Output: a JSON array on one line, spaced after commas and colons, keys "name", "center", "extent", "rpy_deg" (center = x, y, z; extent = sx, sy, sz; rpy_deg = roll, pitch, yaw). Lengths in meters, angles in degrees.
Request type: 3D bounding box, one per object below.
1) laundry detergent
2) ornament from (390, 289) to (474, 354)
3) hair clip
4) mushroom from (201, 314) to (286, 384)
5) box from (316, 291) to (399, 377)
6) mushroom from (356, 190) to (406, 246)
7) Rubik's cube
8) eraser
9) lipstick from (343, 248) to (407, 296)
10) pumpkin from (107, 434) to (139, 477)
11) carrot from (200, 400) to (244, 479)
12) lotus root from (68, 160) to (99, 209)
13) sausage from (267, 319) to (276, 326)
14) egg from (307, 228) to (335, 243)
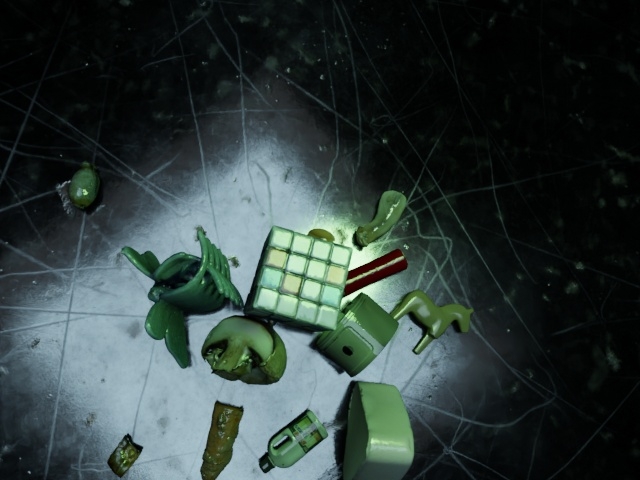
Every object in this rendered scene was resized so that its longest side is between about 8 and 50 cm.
[{"name": "laundry detergent", "center": [-0.091, 0.630, 1.765], "extent": [0.225, 0.070, 0.099], "rpy_deg": [-35, 93, -12]}, {"name": "ornament", "center": [0.371, 0.260, 1.904], "extent": [0.230, 0.061, 0.245], "rpy_deg": [45, 80, 1]}, {"name": "hair clip", "center": [-0.384, 0.131, 1.657], "extent": [0.238, 0.318, 0.392], "rpy_deg": [-21, 71, -1]}, {"name": "mushroom", "center": [-0.214, 0.345, 1.761], "extent": [0.267, 0.164, 0.190], "rpy_deg": [-9, 50, 24]}, {"name": "box", "center": [0.113, 0.289, 1.779], "extent": [0.149, 0.226, 0.226], "rpy_deg": [41, 77, 2]}, {"name": "mushroom", "center": [0.204, -0.068, 1.939], "extent": [0.092, 0.081, 0.223], "rpy_deg": [42, 78, -17]}, {"name": "Rubik's cube", "center": [-0.072, 0.126, 1.740], "extent": [0.259, 0.256, 0.253], "rpy_deg": [15, 77, -9]}, {"name": "eraser", "center": [0.163, 0.626, 1.730], "extent": [0.150, 0.331, 0.331], "rpy_deg": [10, 78, -7]}, {"name": "lipstick", "center": [0.169, 0.105, 1.899], "extent": [0.241, 0.080, 0.080], "rpy_deg": [-23, 83, -11]}, {"name": "pumpkin", "center": [-0.586, 0.643, 1.716], "extent": [0.073, 0.035, 0.101], "rpy_deg": [35, 80, 12]}, {"name": "carrot", "center": [-0.310, 0.623, 1.735], "extent": [0.102, 0.102, 0.263], "rpy_deg": [17, 83, -4]}, {"name": "lotus root", "center": [-0.751, -0.179, 1.833], "extent": [0.088, 0.088, 0.165], "rpy_deg": [9, 68, -6]}, {"name": "sausage", "center": [-0.140, 0.154, 1.870], "extent": [0.032, 0.033, 0.269], "rpy_deg": [9, 78, -6]}, {"name": "egg", "center": [0.000, 0.000, 1.896], "extent": [0.096, 0.080, 0.080], "rpy_deg": [26, 77, -5]}]
